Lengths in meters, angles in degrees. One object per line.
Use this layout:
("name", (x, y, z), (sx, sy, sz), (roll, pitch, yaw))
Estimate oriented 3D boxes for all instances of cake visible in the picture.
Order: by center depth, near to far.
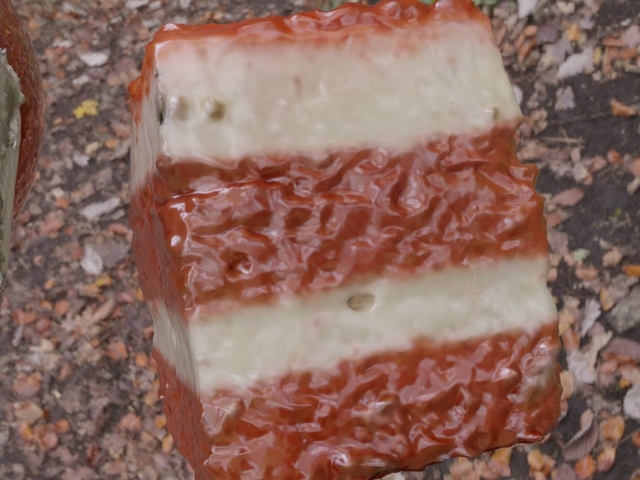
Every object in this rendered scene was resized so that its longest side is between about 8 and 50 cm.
("cake", (0.000, 0.000, 0.685), (0.269, 0.270, 0.320), (-9, 92, -17))

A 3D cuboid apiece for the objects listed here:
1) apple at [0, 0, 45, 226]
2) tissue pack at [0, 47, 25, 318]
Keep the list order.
("apple", (-0.390, -0.104, 0.679), (0.348, 0.277, 0.349), (0, 89, -2))
("tissue pack", (-0.286, -0.020, 0.405), (0.271, 0.124, 0.202), (-11, 48, 0))
